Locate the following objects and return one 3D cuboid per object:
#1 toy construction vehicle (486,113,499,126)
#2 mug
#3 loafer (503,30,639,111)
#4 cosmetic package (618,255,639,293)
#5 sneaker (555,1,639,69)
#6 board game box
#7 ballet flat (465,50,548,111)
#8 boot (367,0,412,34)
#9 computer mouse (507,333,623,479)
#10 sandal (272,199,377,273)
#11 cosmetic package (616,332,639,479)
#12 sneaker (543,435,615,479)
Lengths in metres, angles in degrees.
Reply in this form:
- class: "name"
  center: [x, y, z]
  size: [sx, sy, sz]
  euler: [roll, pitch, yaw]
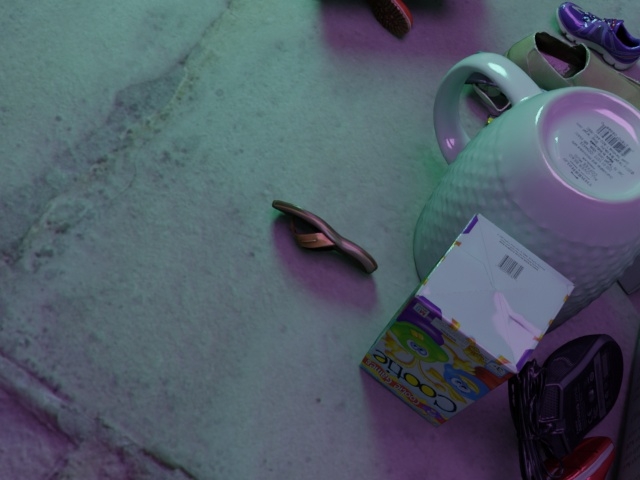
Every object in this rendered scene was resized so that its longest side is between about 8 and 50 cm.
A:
- class: "toy construction vehicle"
  center: [0.312, -0.154, 1.334]
  size: [0.098, 0.035, 0.086]
  euler: [12, 58, -2]
- class: "mug"
  center: [0.277, -0.084, 1.126]
  size: [0.276, 0.328, 0.374]
  euler: [-24, 72, -21]
- class: "loafer"
  center: [0.438, -0.268, 1.376]
  size: [0.268, 0.092, 0.102]
  euler: [20, 63, -1]
- class: "cosmetic package"
  center: [0.504, -0.047, 1.252]
  size: [0.151, 0.151, 0.184]
  euler: [-23, 71, -20]
- class: "sneaker"
  center: [0.497, -0.376, 1.450]
  size: [0.170, 0.071, 0.068]
  euler: [33, 63, 6]
- class: "board game box"
  center: [0.172, 0.112, 1.042]
  size: [0.144, 0.275, 0.142]
  euler: [37, 64, 7]
- class: "ballet flat"
  center: [0.323, -0.234, 1.357]
  size: [0.203, 0.074, 0.074]
  euler: [30, 63, -3]
- class: "boot"
  center: [0.122, -0.422, 1.407]
  size: [0.084, 0.059, 0.158]
  euler: [-27, 72, -26]
- class: "computer mouse"
  center: [0.319, 0.203, 1.102]
  size: [0.272, 0.072, 0.188]
  euler: [-21, 108, -44]
- class: "sandal"
  center: [0.000, 0.000, 1.185]
  size: [0.180, 0.072, 0.049]
  euler: [36, 85, 2]
- class: "cosmetic package"
  center: [0.592, 0.227, 1.006]
  size: [0.327, 0.329, 0.394]
  euler: [22, 56, 5]
- class: "sneaker"
  center: [0.333, 0.366, 1.082]
  size: [0.221, 0.087, 0.128]
  euler: [-34, 94, -25]
